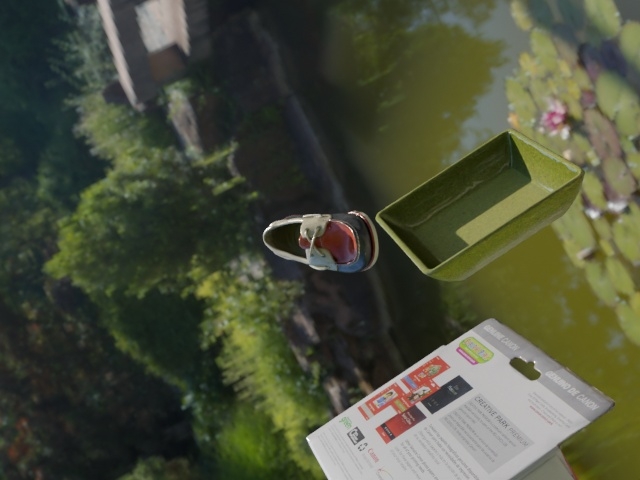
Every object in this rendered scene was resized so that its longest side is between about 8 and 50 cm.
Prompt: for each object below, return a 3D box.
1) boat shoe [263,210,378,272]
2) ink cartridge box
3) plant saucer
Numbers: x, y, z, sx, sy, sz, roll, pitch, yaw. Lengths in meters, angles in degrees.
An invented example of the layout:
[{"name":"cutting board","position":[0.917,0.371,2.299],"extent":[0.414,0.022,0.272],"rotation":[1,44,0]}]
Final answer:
[{"name":"boat shoe","position":[0.000,0.000,0.813],"extent":[0.137,0.043,0.049],"rotation":[10,102,62]},{"name":"ink cartridge box","position":[0.160,0.241,1.090],"extent":[0.130,0.272,0.309],"rotation":[58,176,-18]},{"name":"plant saucer","position":[0.170,-0.031,1.087],"extent":[0.045,0.188,0.188],"rotation":[57,179,-24]}]
